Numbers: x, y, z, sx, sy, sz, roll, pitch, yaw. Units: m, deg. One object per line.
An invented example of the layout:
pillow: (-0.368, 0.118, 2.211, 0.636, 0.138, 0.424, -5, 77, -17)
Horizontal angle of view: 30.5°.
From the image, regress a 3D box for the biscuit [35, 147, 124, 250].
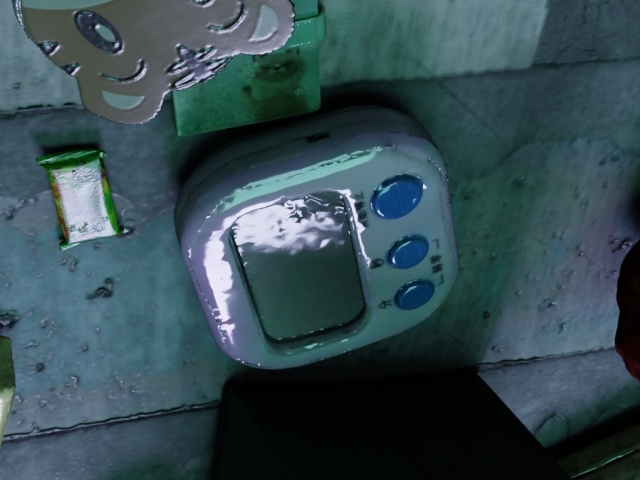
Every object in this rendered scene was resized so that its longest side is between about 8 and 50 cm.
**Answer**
biscuit: (-0.159, -0.027, 0.783, 0.046, 0.016, 0.089, -12, 136, -10)

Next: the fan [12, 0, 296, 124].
fan: (-0.125, -0.160, 0.657, 0.152, 0.008, 0.227, -23, 133, 20)

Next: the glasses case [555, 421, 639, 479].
glasses case: (0.272, 0.281, 1.199, 0.425, 0.098, 0.156, -26, 136, 5)

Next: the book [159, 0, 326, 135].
book: (-0.046, -0.128, 0.727, 0.103, 0.017, 0.135, -11, 136, -10)

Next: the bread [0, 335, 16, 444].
bread: (-0.304, 0.148, 0.864, 0.125, 0.068, 0.188, 4, 132, -25)

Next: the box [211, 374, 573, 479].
box: (0.044, 0.306, 0.991, 0.251, 0.204, 0.345, 0, 114, -22)

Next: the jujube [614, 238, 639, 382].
jujube: (0.355, 0.067, 0.936, 0.232, 0.213, 0.213, 13, 128, -40)

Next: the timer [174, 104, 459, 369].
timer: (0.000, 0.000, 0.835, 0.190, 0.069, 0.208, -17, 138, -4)
